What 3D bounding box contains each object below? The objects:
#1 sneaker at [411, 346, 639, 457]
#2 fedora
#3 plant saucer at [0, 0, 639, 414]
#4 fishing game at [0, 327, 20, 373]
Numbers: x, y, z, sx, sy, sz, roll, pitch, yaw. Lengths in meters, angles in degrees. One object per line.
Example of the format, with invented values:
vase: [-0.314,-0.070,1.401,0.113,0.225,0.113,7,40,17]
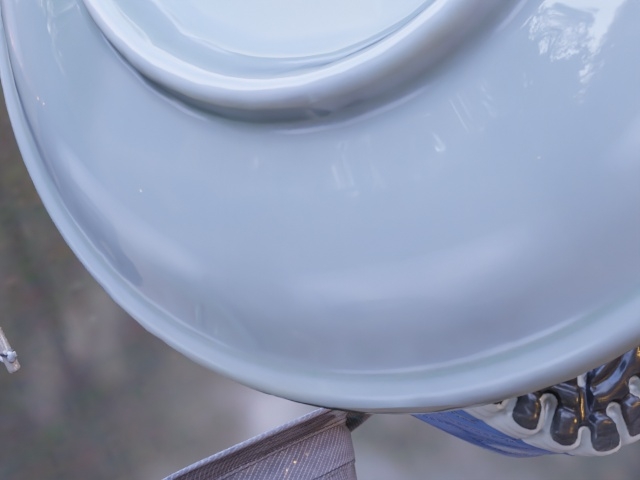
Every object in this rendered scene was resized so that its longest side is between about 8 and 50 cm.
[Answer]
sneaker: [0.000,0.000,0.921,0.130,0.330,0.147,-51,-1,-24]
fedora: [-0.050,0.211,1.409,0.244,0.124,0.275,-21,-6,-30]
plant saucer: [0.015,-0.141,0.712,0.400,0.400,0.100,-13,-17,29]
fishing game: [-0.256,0.033,1.252,0.041,0.189,0.264,-26,-6,-29]
